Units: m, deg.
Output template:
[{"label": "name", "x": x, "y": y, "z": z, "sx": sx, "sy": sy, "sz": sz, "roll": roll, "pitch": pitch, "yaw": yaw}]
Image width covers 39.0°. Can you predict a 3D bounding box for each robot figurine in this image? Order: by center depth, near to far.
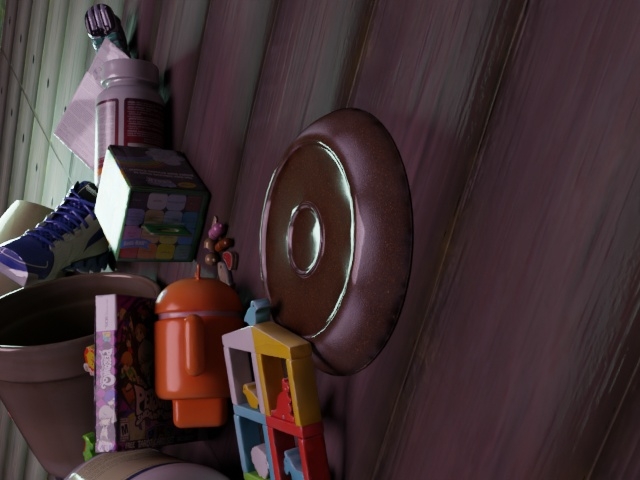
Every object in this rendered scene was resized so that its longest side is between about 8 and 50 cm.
[{"label": "robot figurine", "x": -0.168, "y": 0.147, "z": 1.253, "sx": 0.128, "sy": 0.158, "sz": 0.219, "roll": -8, "pitch": 80, "yaw": 33}]

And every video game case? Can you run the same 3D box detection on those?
[{"label": "video game case", "x": -0.237, "y": 0.189, "z": 1.295, "sx": 0.042, "sy": 0.232, "sz": 0.210, "roll": -7, "pitch": 79, "yaw": 24}]

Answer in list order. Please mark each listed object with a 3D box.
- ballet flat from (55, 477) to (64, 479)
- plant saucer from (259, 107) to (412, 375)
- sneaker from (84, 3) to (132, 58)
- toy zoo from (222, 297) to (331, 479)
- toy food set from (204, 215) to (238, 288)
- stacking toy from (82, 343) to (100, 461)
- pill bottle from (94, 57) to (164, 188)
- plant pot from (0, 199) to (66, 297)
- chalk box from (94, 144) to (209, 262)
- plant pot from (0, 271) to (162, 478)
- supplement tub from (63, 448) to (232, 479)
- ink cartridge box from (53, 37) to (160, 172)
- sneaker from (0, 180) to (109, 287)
[{"label": "ballet flat", "x": -0.474, "y": 0.385, "z": 1.691, "sx": 0.074, "sy": 0.074, "sz": 0.203, "roll": -9, "pitch": 88, "yaw": 61}, {"label": "plant saucer", "x": 0.000, "y": 0.000, "z": 1.042, "sx": 0.310, "sy": 0.050, "sz": 0.310, "roll": -13, "pitch": 76, "yaw": 60}, {"label": "sneaker", "x": -0.402, "y": -0.357, "z": 1.809, "sx": 0.098, "sy": 0.083, "sz": 0.223, "roll": -14, "pitch": -86, "yaw": -80}, {"label": "toy zoo", "x": -0.053, "y": 0.215, "z": 1.078, "sx": 0.192, "sy": 0.030, "sz": 0.293, "roll": -1, "pitch": 98, "yaw": 61}, {"label": "toy food set", "x": -0.151, "y": 0.015, "z": 1.343, "sx": 0.122, "sy": 0.019, "sz": 0.078, "roll": 50, "pitch": 130, "yaw": 51}, {"label": "stacking toy", "x": -0.297, "y": 0.233, "z": 1.422, "sx": 0.052, "sy": 0.167, "sz": 0.221, "roll": 33, "pitch": 125, "yaw": 31}, {"label": "pill bottle", "x": -0.335, "y": -0.199, "z": 1.594, "sx": 0.121, "sy": 0.121, "sz": 0.221, "roll": -17, "pitch": 72, "yaw": 60}, {"label": "plant pot", "x": -0.716, "y": 0.052, "z": 2.185, "sx": 0.256, "sy": 0.256, "sz": 0.274, "roll": -8, "pitch": 63, "yaw": 61}, {"label": "chalk box", "x": -0.266, "y": -0.047, "z": 1.443, "sx": 0.213, "sy": 0.132, "sz": 0.132, "roll": 53, "pitch": 132, "yaw": 51}, {"label": "plant pot", "x": -0.409, "y": 0.238, "z": 1.553, "sx": 0.323, "sy": 0.323, "sz": 0.280, "roll": 28, "pitch": 129, "yaw": 59}, {"label": "supplement tub", "x": -0.245, "y": 0.413, "z": 1.256, "sx": 0.325, "sy": 0.235, "sz": 0.235, "roll": -11, "pitch": 78, "yaw": 61}, {"label": "ink cartridge box", "x": -0.397, "y": -0.244, "z": 1.733, "sx": 0.181, "sy": 0.056, "sz": 0.224, "roll": 41, "pitch": 106, "yaw": 25}, {"label": "sneaker", "x": -0.499, "y": -0.026, "z": 1.760, "sx": 0.127, "sy": 0.315, "sz": 0.182, "roll": 28, "pitch": 106, "yaw": 14}]
